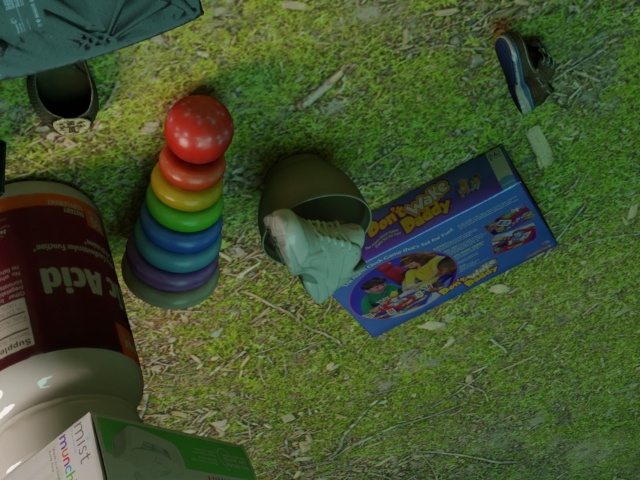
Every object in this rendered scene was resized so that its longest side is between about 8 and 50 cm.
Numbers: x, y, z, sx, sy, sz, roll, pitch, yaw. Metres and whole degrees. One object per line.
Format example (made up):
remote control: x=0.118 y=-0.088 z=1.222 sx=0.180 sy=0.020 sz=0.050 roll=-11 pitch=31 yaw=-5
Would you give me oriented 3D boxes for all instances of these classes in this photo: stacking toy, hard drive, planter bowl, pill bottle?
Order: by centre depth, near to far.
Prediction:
hard drive: x=-0.267 y=-0.280 z=1.394 sx=0.254 sy=0.054 sz=0.172 roll=-19 pitch=123 yaw=-7
pill bottle: x=-0.355 y=0.136 z=1.690 sx=0.224 sy=0.392 sz=0.224 roll=-14 pitch=147 yaw=-10
stacking toy: x=-0.184 y=-0.057 z=1.754 sx=0.141 sy=0.141 sz=0.330 roll=-6 pitch=140 yaw=-21
planter bowl: x=-0.019 y=-0.054 z=1.857 sx=0.162 sy=0.109 sz=0.162 roll=-14 pitch=146 yaw=-9

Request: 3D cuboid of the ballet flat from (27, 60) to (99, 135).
ballet flat: x=-0.305 y=-0.200 z=1.538 sx=0.084 sy=0.058 sz=0.250 roll=-11 pitch=146 yaw=-14

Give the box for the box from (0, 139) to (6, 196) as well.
box: x=-0.544 y=-0.065 z=1.483 sx=0.295 sy=0.073 sz=0.293 roll=9 pitch=160 yaw=-31

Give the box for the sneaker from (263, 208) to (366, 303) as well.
sneaker: x=0.000 y=0.000 z=1.782 sx=0.115 sy=0.090 sz=0.232 roll=-31 pitch=155 yaw=4

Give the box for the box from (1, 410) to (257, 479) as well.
box: x=-0.238 y=0.333 z=1.560 sx=0.231 sy=0.127 sz=0.262 roll=-39 pitch=142 yaw=25

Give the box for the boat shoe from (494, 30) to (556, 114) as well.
boat shoe: x=0.286 y=-0.243 z=1.799 sx=0.066 sy=0.066 sz=0.183 roll=-28 pitch=156 yaw=3

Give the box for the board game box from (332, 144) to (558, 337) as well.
board game box: x=0.183 y=0.009 z=2.085 sx=0.347 sy=0.078 sz=0.233 roll=-27 pitch=147 yaw=10
